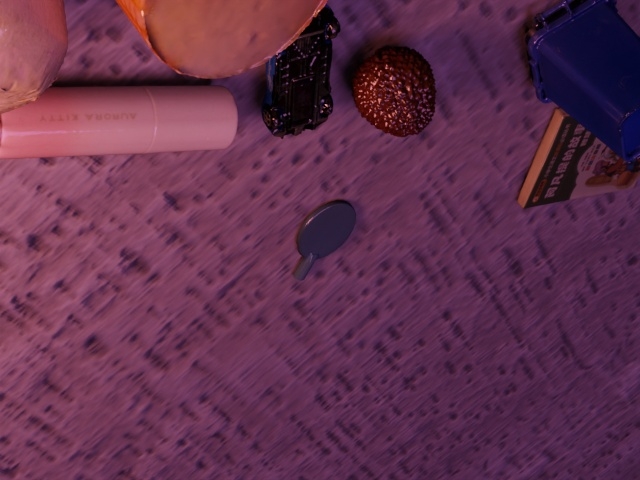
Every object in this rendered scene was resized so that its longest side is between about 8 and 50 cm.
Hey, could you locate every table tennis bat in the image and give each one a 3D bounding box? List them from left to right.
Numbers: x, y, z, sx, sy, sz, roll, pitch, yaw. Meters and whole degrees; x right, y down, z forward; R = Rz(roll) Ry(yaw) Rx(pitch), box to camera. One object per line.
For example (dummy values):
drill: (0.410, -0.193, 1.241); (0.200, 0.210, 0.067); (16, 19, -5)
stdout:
table tennis bat: (0.000, 0.000, 2.133); (0.100, 0.019, 0.155); (4, 126, -42)

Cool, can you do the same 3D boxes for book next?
book: (0.477, -0.155, 2.339); (0.264, 0.027, 0.202); (-10, 137, -31)

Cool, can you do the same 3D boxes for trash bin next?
trash bin: (0.427, -0.249, 2.024); (0.163, 0.234, 0.184); (-32, 144, -5)

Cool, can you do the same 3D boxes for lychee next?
lychee: (0.109, -0.209, 1.910); (0.123, 0.129, 0.123); (-43, 180, 0)

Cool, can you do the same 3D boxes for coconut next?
coconut: (-0.374, -0.248, 1.402); (0.227, 0.230, 0.227); (-8, 174, -1)

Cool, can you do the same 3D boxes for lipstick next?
lipstick: (-0.264, -0.150, 1.701); (0.327, 0.087, 0.087); (-5, 133, -34)

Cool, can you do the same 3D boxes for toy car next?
toy car: (-0.033, -0.235, 1.816); (0.103, 0.063, 0.216); (-18, 134, -24)

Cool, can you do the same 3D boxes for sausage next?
sausage: (-0.142, -0.341, 1.429); (0.233, 0.287, 0.233); (-21, 140, -18)
